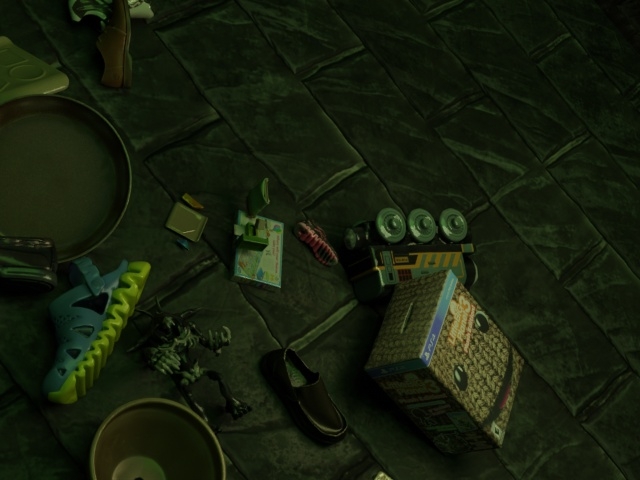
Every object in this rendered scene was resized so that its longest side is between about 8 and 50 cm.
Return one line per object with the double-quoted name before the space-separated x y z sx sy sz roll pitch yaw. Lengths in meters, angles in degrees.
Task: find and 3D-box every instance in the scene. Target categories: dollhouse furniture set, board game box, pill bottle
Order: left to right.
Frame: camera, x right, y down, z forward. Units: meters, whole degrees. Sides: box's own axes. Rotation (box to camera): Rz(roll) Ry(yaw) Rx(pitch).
"pill bottle" -0.515 -0.179 1.969 0.160 0.087 0.087 44 49 -2
"dollhouse furniture set" -0.142 -0.052 2.097 0.059 0.076 0.151 11 58 -27
"board game box" -0.129 0.021 2.131 0.103 0.026 0.154 17 55 -23
"board game box" 0.254 0.247 2.102 0.291 0.141 0.232 48 45 -26

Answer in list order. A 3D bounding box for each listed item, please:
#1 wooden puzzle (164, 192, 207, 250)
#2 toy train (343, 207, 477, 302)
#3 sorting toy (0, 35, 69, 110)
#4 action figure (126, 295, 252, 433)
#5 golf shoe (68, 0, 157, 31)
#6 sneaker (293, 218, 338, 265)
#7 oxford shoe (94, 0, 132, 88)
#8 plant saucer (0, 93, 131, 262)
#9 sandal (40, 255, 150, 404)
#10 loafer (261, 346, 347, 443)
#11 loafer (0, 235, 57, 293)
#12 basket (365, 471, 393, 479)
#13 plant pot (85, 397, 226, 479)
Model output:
"wooden puzzle" -0.267 -0.036 2.089 0.078 0.014 0.116 32 50 -6
"toy train" 0.200 0.035 2.268 0.334 0.142 0.190 -1 75 -35
"sorting toy" -0.612 -0.309 1.983 0.208 0.038 0.193 35 43 28
"action figure" -0.232 0.211 1.879 0.164 0.141 0.275 -31 83 -29
"golf shoe" -0.442 -0.479 2.219 0.198 0.077 0.094 5 82 -31
"sneaker" 0.000 0.000 2.218 0.119 0.047 0.057 48 37 0
"oxford shoe" -0.423 -0.418 2.150 0.076 0.076 0.212 1 84 -10
"plant saucer" -0.497 -0.108 1.891 0.311 0.050 0.310 1 82 -8
"sandal" -0.415 0.145 1.826 0.138 0.126 0.317 24 46 -4
"loafer" -0.025 0.293 1.997 0.220 0.078 0.080 48 49 2
"loafer" -0.595 0.023 1.774 0.303 0.109 0.095 11 65 -25
"basket" 0.087 0.517 1.911 0.103 0.113 0.167 43 48 0
"plant pot" -0.286 0.391 1.753 0.237 0.110 0.237 15 57 -24
